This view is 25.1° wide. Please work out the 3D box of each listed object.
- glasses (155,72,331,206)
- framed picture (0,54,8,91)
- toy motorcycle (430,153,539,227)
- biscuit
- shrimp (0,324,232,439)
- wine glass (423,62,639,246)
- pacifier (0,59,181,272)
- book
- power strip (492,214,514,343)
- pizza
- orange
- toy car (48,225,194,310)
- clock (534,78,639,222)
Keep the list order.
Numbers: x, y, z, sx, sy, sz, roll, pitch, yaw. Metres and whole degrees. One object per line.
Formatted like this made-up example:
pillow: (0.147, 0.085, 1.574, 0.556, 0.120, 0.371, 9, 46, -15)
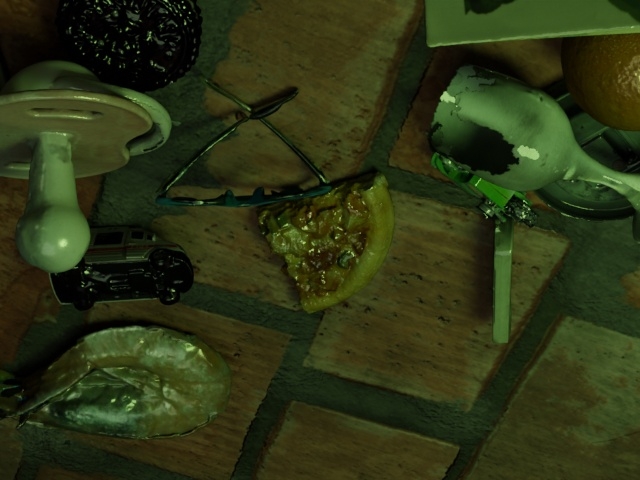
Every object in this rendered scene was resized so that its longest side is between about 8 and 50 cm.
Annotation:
glasses: (-0.104, -0.116, 1.910, 0.239, 0.102, 0.206, -7, 126, -10)
framed picture: (-0.515, -0.235, 1.920, 0.189, 0.023, 0.260, -1, 132, 8)
toy motorcycle: (0.211, -0.082, 1.916, 0.190, 0.106, 0.074, 36, 94, -27)
biscuit: (-0.243, -0.273, 1.832, 0.195, 0.053, 0.194, 3, 132, 3)
shrimp: (-0.360, 0.228, 2.266, 0.446, 0.110, 0.221, -5, 125, 7)
wine glass: (0.295, -0.110, 1.798, 0.321, 0.143, 0.143, 20, 131, -6)
pacifier: (-0.346, -0.111, 1.859, 0.220, 0.273, 0.332, 37, 156, -7)
book: (0.294, -0.353, 1.598, 0.371, 0.043, 0.260, -3, 88, 10)
power strip: (0.259, 0.060, 2.048, 0.029, 0.080, 0.226, 1, 132, 6)
pizza: (0.000, 0.000, 2.040, 0.197, 0.058, 0.292, 23, 130, -12)
orange: (0.385, -0.228, 1.700, 0.206, 0.206, 0.206, 4, 132, 4)
toy car: (-0.284, 0.032, 2.078, 0.210, 0.108, 0.089, -4, 129, 5)
clock: (0.375, -0.124, 1.892, 0.226, 0.049, 0.226, 4, 132, 5)
